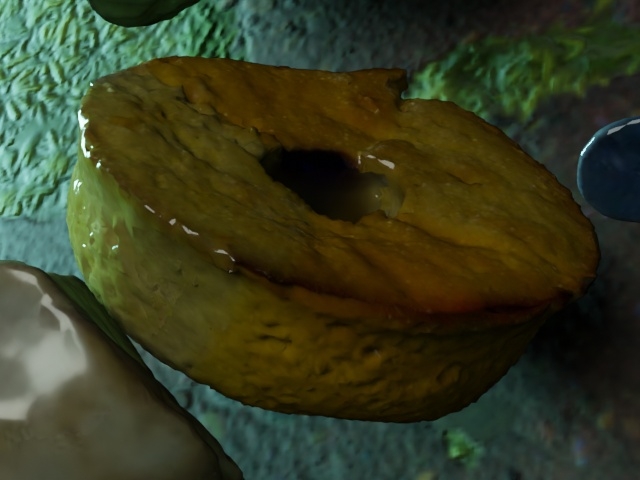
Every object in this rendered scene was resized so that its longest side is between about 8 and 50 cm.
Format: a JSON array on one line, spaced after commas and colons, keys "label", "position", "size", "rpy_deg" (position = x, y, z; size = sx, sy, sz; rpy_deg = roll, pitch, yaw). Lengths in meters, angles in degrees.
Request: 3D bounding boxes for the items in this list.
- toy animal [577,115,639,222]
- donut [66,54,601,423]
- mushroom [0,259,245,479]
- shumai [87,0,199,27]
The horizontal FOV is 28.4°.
[{"label": "toy animal", "position": [0.209, -0.017, 0.352], "size": [0.256, 0.239, 0.176], "rpy_deg": [-6, 18, -18]}, {"label": "donut", "position": [-0.001, 0.000, 0.461], "size": [0.174, 0.190, 0.074], "rpy_deg": [52, 133, 41]}, {"label": "mushroom", "position": [-0.162, 0.137, 0.410], "size": [0.290, 0.297, 0.297], "rpy_deg": [-38, 52, 2]}, {"label": "shumai", "position": [-0.005, -0.221, 0.578], "size": [0.222, 0.225, 0.260], "rpy_deg": [-5, 70, 0]}]
